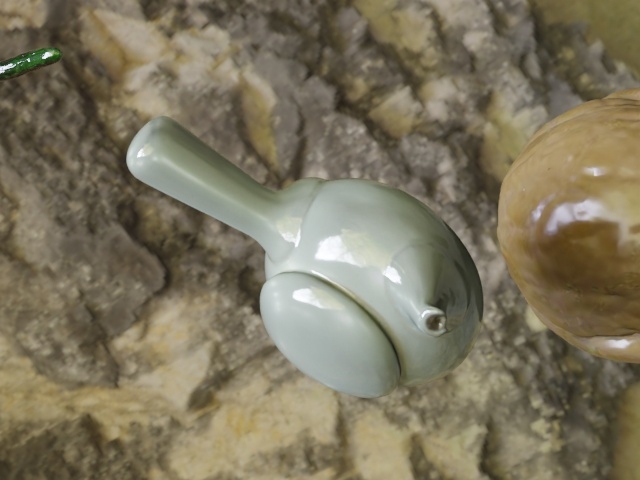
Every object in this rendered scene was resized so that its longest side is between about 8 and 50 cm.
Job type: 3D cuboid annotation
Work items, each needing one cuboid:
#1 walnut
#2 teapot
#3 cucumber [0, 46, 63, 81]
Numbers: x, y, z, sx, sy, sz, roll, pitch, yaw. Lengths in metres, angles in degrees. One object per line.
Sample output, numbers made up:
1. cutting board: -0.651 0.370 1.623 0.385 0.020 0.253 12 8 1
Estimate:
1. walnut: 0.354 -0.017 1.182 0.332 0.332 0.333 31 -137 -34
2. teapot: -0.011 0.016 0.959 0.318 0.220 0.149 32 -122 12
3. cucumber: -0.461 -0.271 1.710 0.036 0.184 0.033 11 -108 -54
